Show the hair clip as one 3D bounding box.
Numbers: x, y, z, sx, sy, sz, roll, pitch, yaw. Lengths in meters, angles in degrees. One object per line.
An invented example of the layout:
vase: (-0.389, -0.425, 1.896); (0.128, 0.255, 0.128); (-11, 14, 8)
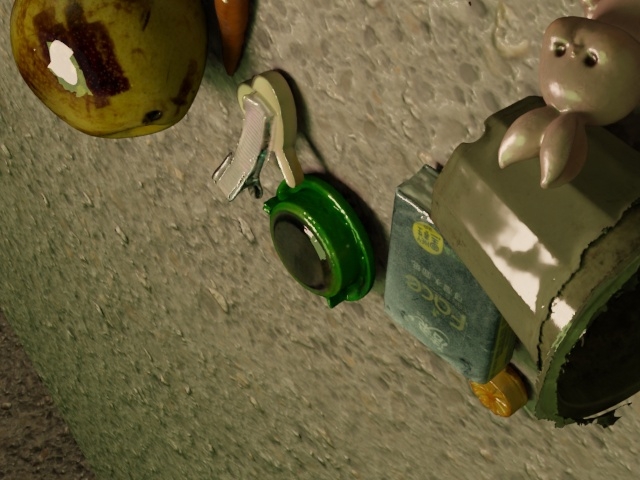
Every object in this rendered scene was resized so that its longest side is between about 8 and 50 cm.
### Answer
hair clip: (-0.081, -0.140, 1.727); (0.159, 0.071, 0.218); (47, 139, 25)

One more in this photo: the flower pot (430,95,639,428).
flower pot: (0.255, -0.001, 1.202); (0.259, 0.290, 0.290); (52, 158, 33)

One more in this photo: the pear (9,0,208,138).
pear: (-0.289, -0.273, 1.692); (0.283, 0.283, 0.283); (38, 151, 26)

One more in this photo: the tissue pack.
tissue pack: (0.175, 0.047, 1.567); (0.185, 0.081, 0.257); (39, 150, 26)

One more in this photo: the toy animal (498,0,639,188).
toy animal: (0.237, -0.146, 1.072); (0.124, 0.212, 0.124); (35, 155, 19)

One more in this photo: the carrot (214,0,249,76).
carrot: (-0.121, -0.284, 1.676); (0.048, 0.048, 0.216); (43, 159, 17)

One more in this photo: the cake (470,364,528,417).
cake: (0.247, 0.203, 1.693); (0.084, 0.044, 0.084); (40, 153, 25)

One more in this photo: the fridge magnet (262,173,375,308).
fridge magnet: (0.000, 0.000, 1.782); (0.208, 0.088, 0.208); (37, 145, 32)
